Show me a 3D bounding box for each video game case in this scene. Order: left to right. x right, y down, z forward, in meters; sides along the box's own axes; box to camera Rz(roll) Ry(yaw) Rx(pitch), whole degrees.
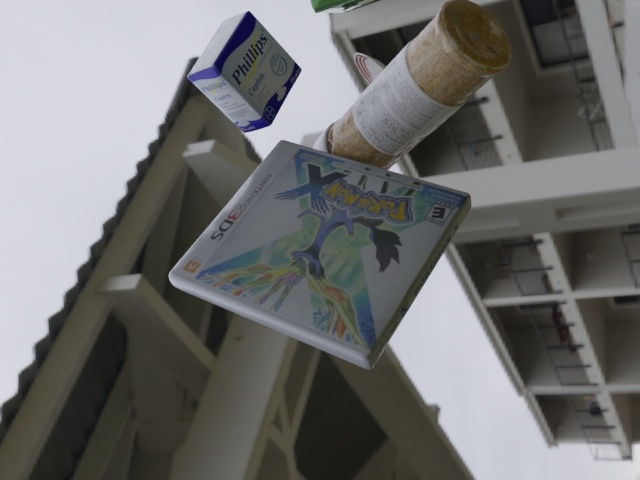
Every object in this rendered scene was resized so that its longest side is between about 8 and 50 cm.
[{"bbox_3d":[0.000,0.000,1.124,0.300,0.329,0.036,-54,-31,-29],"label":"video game case"}]

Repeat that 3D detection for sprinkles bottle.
[{"bbox_3d":[0.121,-0.197,1.179,0.121,0.355,0.121,15,-122,-25],"label":"sprinkles bottle"}]

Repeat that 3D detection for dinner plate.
[{"bbox_3d":[0.116,-0.291,1.452,0.017,0.141,0.141,-44,-44,-5],"label":"dinner plate"}]

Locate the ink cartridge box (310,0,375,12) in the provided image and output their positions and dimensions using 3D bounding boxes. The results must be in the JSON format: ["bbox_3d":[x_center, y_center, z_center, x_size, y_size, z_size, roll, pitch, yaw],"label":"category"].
[{"bbox_3d":[0.107,-0.416,0.973,0.117,0.278,0.201,-28,-75,-59],"label":"ink cartridge box"}]

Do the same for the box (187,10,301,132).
[{"bbox_3d":[-0.117,-0.265,1.267,0.137,0.072,0.126,43,-120,-31],"label":"box"}]
